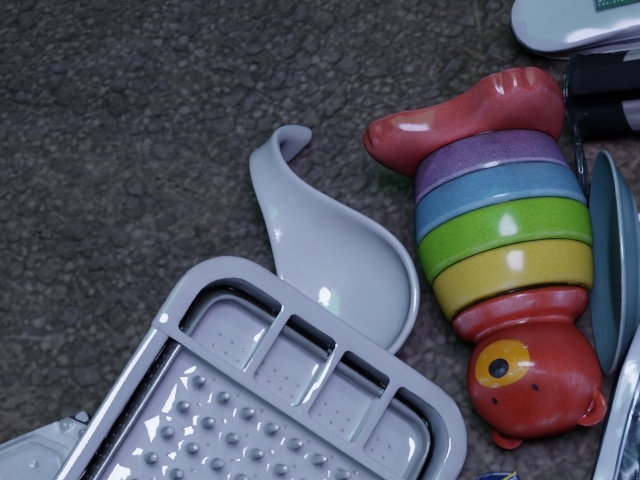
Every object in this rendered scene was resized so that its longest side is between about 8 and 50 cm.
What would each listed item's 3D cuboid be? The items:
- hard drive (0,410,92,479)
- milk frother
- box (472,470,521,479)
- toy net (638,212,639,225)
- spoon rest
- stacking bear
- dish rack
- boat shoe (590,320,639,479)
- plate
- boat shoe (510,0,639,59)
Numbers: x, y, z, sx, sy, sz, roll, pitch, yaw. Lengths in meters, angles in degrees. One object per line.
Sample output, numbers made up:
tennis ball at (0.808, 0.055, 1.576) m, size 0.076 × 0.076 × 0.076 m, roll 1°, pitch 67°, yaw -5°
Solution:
hard drive at (-0.319, 0.316, 1.073) m, size 0.338 × 0.064 × 0.237 m, roll -22°, pitch 60°, yaw -1°
milk frother at (0.293, -0.104, 1.138) m, size 0.134 × 0.129 × 0.143 m, roll -3°, pitch 103°, yaw 35°
box at (0.090, 0.246, 0.990) m, size 0.168 × 0.059 × 0.054 m, roll -28°, pitch 90°, yaw -21°
toy net at (0.343, -0.044, 1.090) m, size 0.232 × 0.122 × 0.045 m, roll -37°, pitch 37°, yaw -19°
spoon rest at (0.000, 0.000, 1.154) m, size 0.137 × 0.084 × 0.276 m, roll -43°, pitch 54°, yaw 21°
stacking bear at (0.162, 0.028, 1.073) m, size 0.175 × 0.164 × 0.289 m, roll -19°, pitch 69°, yaw 26°
dish rack at (-0.065, 0.212, 1.013) m, size 0.285 × 0.072 × 0.333 m, roll 35°, pitch 70°, yaw -10°
boat shoe at (0.278, 0.156, 1.035) m, size 0.083 × 0.065 × 0.183 m, roll 16°, pitch 68°, yaw 11°
plate at (0.246, 0.018, 1.040) m, size 0.024 × 0.188 × 0.188 m, roll -1°, pitch 61°, yaw 4°
boat shoe at (0.321, -0.224, 1.215) m, size 0.267 × 0.088 × 0.096 m, roll -13°, pitch 83°, yaw 12°
